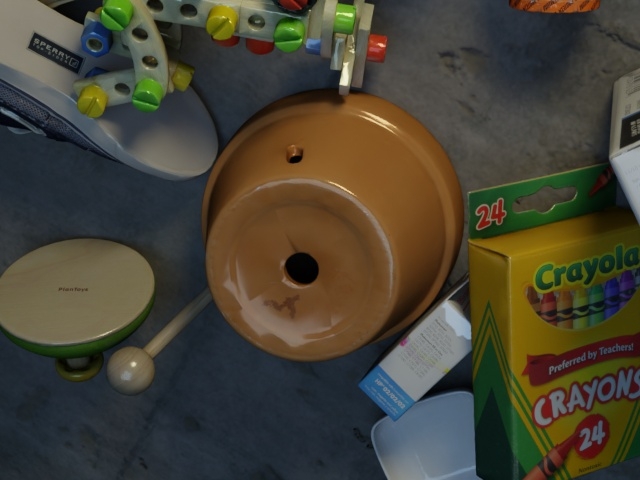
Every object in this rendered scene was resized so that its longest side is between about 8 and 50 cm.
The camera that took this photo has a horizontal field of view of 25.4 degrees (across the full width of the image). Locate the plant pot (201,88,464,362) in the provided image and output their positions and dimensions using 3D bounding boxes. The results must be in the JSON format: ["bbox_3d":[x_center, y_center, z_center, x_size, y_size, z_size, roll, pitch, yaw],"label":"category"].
[{"bbox_3d":[0.000,0.000,1.500,0.290,0.203,0.291,3,107,9],"label":"plant pot"}]

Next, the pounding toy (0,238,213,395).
[{"bbox_3d":[-0.250,0.102,1.602,0.236,0.183,0.110,19,134,25],"label":"pounding toy"}]

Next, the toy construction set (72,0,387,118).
[{"bbox_3d":[-0.086,-0.213,1.426,0.327,0.151,0.215,0,134,-8],"label":"toy construction set"}]

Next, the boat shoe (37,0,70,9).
[{"bbox_3d":[-0.197,-0.319,1.495,0.302,0.113,0.103,-7,126,15],"label":"boat shoe"}]

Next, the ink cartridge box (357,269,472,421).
[{"bbox_3d":[0.132,0.106,1.556,0.061,0.104,0.181,45,110,2],"label":"ink cartridge box"}]

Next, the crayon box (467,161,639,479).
[{"bbox_3d":[0.257,0.090,1.488,0.202,0.081,0.319,-14,109,-26],"label":"crayon box"}]

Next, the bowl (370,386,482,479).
[{"bbox_3d":[0.141,0.238,1.627,0.142,0.053,0.142,-22,103,17],"label":"bowl"}]

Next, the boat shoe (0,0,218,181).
[{"bbox_3d":[-0.284,-0.160,1.563,0.340,0.127,0.158,33,151,-19],"label":"boat shoe"}]

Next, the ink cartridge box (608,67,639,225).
[{"bbox_3d":[0.367,0.003,1.376,0.072,0.303,0.307,-25,102,18],"label":"ink cartridge box"}]

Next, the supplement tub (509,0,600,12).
[{"bbox_3d":[0.234,-0.325,1.396,0.117,0.117,0.190,3,108,10],"label":"supplement tub"}]
